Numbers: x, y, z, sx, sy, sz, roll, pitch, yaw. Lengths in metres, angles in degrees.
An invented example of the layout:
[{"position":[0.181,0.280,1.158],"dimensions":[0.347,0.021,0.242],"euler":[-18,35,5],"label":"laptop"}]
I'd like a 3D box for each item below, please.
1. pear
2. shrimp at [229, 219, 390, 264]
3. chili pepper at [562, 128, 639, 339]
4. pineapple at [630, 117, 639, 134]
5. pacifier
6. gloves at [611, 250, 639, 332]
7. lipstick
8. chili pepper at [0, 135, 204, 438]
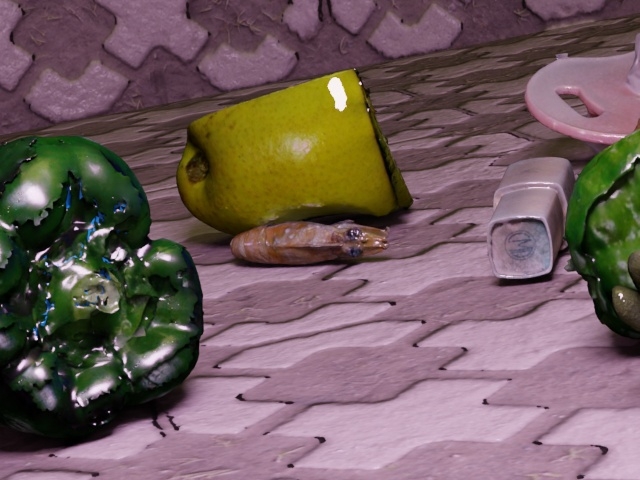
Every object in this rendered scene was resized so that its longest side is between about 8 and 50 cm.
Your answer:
[{"position":[-0.036,-0.084,2.280],"dimensions":[0.292,0.159,0.292],"euler":[-12,-3,-1],"label":"pear"},{"position":[0.000,0.000,2.163],"dimensions":[0.223,0.047,0.126],"euler":[-1,4,42],"label":"shrimp"},{"position":[0.381,-0.034,1.585],"dimensions":[0.385,0.213,0.167],"euler":[-16,14,14],"label":"chili pepper"},{"position":[0.439,-0.050,1.762],"dimensions":[0.169,0.169,0.340],"euler":[-19,18,-41],"label":"pineapple"},{"position":[0.411,-0.204,2.405],"dimensions":[0.332,0.273,0.220],"euler":[-12,-5,-16],"label":"pacifier"},{"position":[0.345,0.047,1.462],"dimensions":[0.268,0.135,0.107],"euler":[6,-26,-7],"label":"gloves"},{"position":[0.213,-0.022,1.995],"dimensions":[0.077,0.079,0.253],"euler":[-6,13,12],"label":"lipstick"},{"position":[-0.243,0.043,1.685],"dimensions":[0.233,0.248,0.257],"euler":[-29,9,-26],"label":"chili pepper"}]
